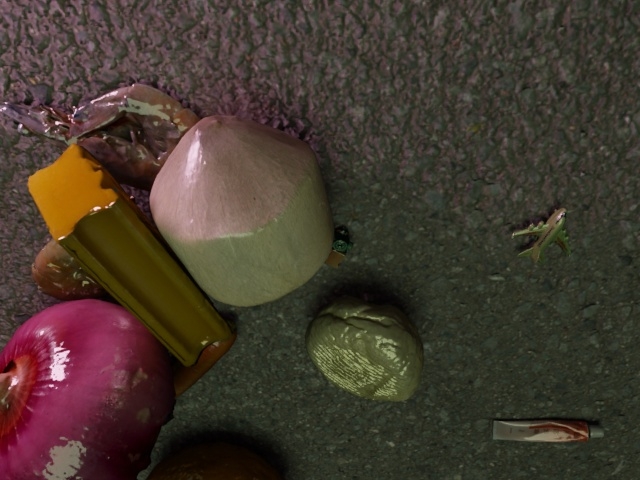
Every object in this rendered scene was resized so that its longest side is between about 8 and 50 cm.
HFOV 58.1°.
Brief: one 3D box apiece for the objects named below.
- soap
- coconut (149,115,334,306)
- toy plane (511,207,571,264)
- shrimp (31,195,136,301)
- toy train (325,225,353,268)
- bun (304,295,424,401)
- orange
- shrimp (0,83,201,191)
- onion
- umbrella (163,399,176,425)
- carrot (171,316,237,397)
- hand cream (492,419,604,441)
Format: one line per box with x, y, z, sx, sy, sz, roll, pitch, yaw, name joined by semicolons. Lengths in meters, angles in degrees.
-0.268;0.029;0.841;0.096;0.204;0.324;-38;135;-10;soap
-0.105;-0.051;0.797;0.237;0.237;0.266;-15;134;12;coconut
0.362;-0.009;0.924;0.102;0.040;0.111;15;121;-8;toy plane
-0.379;0.019;0.968;0.145;0.061;0.267;31;115;-26;shrimp
0.000;0.000;0.949;0.103;0.044;0.064;24;130;-12;toy train
0.082;0.175;0.997;0.220;0.134;0.220;20;141;17;bun
-0.224;0.598;1.182;0.340;0.293;0.341;3;122;4;orange
-0.306;-0.165;0.851;0.316;0.062;0.164;18;117;-13;shrimp
-0.429;0.269;0.941;0.344;0.358;0.358;12;123;-23;onion
-0.447;0.376;1.175;0.326;0.090;0.094;-18;122;14;umbrella
-0.229;0.220;1.081;0.067;0.067;0.225;34;119;-17;carrot
0.462;0.386;1.174;0.216;0.038;0.052;-4;94;9;hand cream
